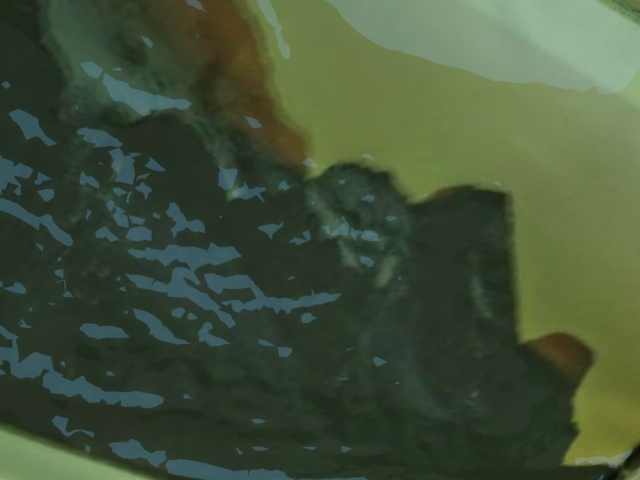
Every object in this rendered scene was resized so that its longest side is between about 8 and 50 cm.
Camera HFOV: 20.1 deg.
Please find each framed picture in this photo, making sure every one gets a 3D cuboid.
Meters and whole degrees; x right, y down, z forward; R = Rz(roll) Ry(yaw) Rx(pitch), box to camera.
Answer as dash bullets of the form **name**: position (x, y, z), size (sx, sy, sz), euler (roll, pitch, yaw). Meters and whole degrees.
- **framed picture**: position (0.000, 0.001, 0.391), size (0.265, 0.018, 0.192), euler (24, 115, -34)
